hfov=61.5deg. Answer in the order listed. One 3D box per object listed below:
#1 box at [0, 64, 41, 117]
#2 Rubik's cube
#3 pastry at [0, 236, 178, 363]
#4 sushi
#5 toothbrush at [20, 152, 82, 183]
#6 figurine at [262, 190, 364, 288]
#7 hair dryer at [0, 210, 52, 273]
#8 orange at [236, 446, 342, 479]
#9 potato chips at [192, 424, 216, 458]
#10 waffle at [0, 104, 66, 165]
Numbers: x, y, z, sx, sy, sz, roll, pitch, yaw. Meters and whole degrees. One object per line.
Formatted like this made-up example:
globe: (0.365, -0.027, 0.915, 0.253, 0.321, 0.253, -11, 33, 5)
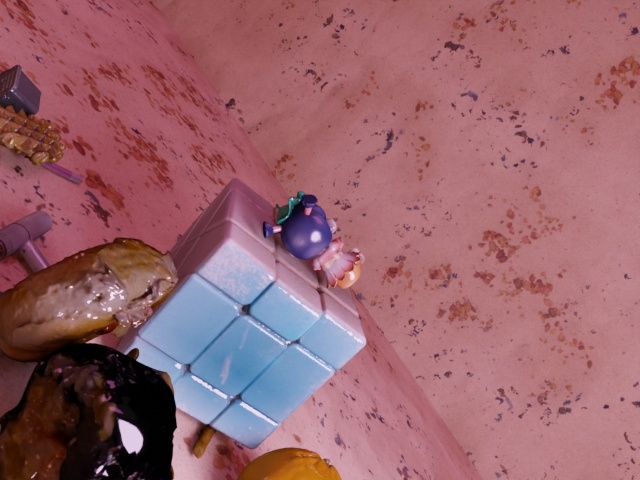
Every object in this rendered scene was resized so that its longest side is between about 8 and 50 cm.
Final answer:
box: (-0.622, -0.291, 1.095, 0.069, 0.084, 0.122, 52, 10, -45)
Rubik's cube: (-0.147, 0.128, 1.028, 0.316, 0.322, 0.319, 40, 15, -20)
pastry: (-0.326, 0.092, 0.751, 0.121, 0.235, 0.257, 62, 16, 2)
sushi: (-0.265, 0.235, 0.659, 0.213, 0.200, 0.204, 28, 0, 30)
toothbrush: (-0.583, -0.174, 1.049, 0.020, 0.025, 0.286, 57, 11, 31)
figurine: (0.000, 0.000, 0.928, 0.195, 0.111, 0.102, 43, 14, -14)
hair dryer: (-0.450, 0.046, 0.891, 0.183, 0.044, 0.155, 55, 12, -16)
orange: (-0.046, 0.455, 0.899, 0.219, 0.193, 0.219, 33, 16, -10)
potato chips: (-0.198, 0.342, 1.002, 0.026, 0.037, 0.204, 43, 14, -2)
waffle: (-0.570, -0.212, 1.036, 0.161, 0.046, 0.192, 49, 8, -23)
